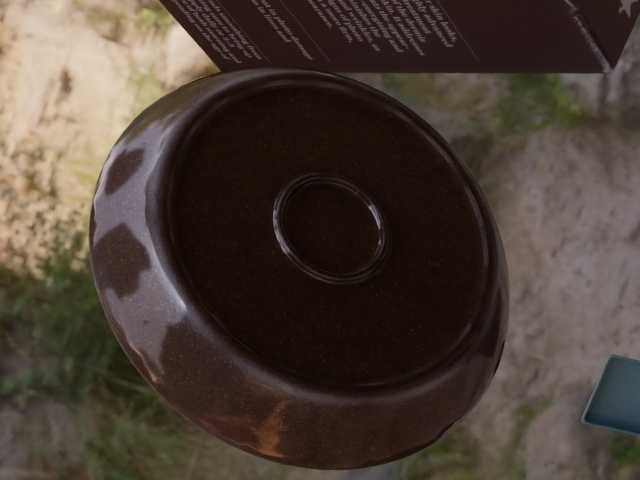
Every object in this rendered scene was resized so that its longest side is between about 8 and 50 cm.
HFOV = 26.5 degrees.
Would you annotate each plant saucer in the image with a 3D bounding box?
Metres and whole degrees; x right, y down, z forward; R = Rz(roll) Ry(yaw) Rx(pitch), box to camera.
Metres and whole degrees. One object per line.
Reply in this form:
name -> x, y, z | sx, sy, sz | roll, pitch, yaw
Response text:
plant saucer -> 0.314, 0.141, 1.132 | 0.018, 0.192, 0.067 | -107, 33, -66
plant saucer -> 0.000, 0.000, 0.502 | 0.029, 0.168, 0.168 | 126, 162, -56

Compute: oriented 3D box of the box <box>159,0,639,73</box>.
box -> 0.034, -0.229, 0.980 | 0.381, 0.191, 0.143 | 9, 61, 43
